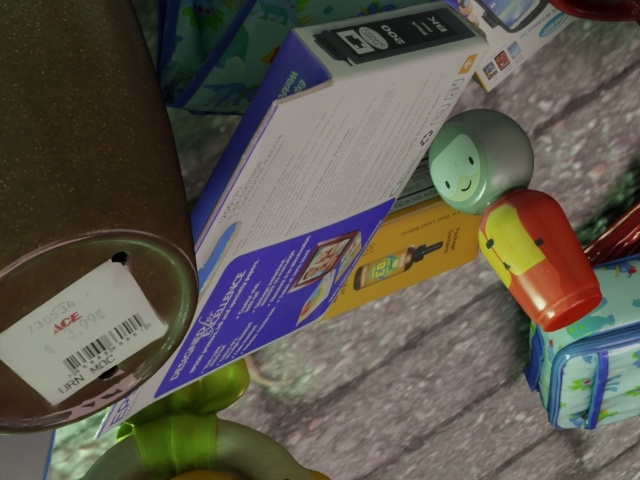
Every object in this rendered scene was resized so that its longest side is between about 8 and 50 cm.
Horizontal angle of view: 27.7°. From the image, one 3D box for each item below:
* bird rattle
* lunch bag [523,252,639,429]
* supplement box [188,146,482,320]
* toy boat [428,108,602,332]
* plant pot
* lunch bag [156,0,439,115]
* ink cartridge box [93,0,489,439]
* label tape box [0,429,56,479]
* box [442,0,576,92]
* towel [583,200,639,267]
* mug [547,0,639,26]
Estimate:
[{"bbox_3d":[-0.109,0.178,0.843,0.253,0.207,0.143,-43,142,-43],"label":"bird rattle"},{"bbox_3d":[0.271,0.091,1.141,0.176,0.090,0.219,-13,153,0],"label":"lunch bag"},{"bbox_3d":[0.000,0.000,0.860,0.233,0.080,0.078,-18,141,-23],"label":"supplement box"},{"bbox_3d":[0.224,-0.082,0.784,0.318,0.148,0.267,-32,158,9],"label":"toy boat"},{"bbox_3d":[-0.149,-0.037,0.553,0.215,0.230,0.215,-24,143,-19],"label":"plant pot"},{"bbox_3d":[-0.010,-0.133,0.683,0.128,0.096,0.151,0,121,-42],"label":"lunch bag"},{"bbox_3d":[-0.022,-0.016,0.645,0.208,0.045,0.206,-25,151,-56],"label":"ink cartridge box"},{"bbox_3d":[-0.261,0.123,0.670,0.347,0.115,0.249,3,153,-41],"label":"label tape box"},{"bbox_3d":[0.116,-0.153,0.830,0.081,0.028,0.136,-40,143,3],"label":"box"},{"bbox_3d":[0.357,0.002,1.157,0.274,0.031,0.199,9,139,-38],"label":"towel"},{"bbox_3d":[0.207,-0.198,0.809,0.150,0.113,0.169,-11,155,18],"label":"mug"}]
